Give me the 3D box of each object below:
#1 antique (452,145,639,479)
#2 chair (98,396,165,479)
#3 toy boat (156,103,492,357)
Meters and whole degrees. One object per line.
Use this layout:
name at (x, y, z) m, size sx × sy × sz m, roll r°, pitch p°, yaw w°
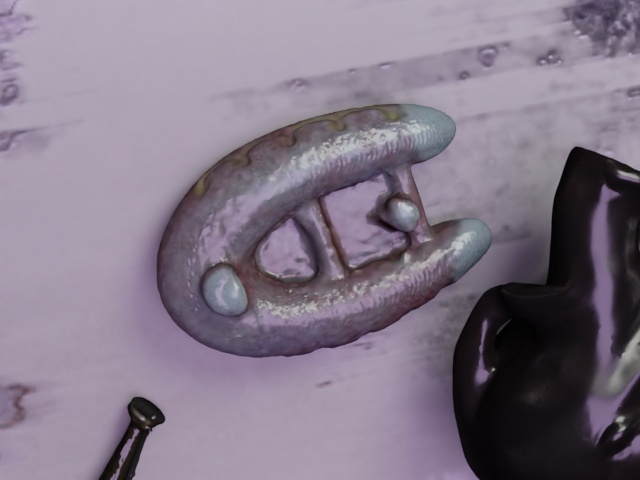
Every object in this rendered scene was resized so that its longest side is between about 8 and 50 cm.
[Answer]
antique at (0.242, 0.107, 1.117) m, size 0.322 × 0.185 × 0.255 m, roll 23°, pitch 91°, yaw -12°
chair at (-0.101, 0.412, 1.051) m, size 0.362 × 0.365 × 0.410 m, roll 37°, pitch 100°, yaw -15°
toy boat at (0.000, 0.000, 1.101) m, size 0.227 × 0.085 × 0.155 m, roll -20°, pitch 105°, yaw -4°
